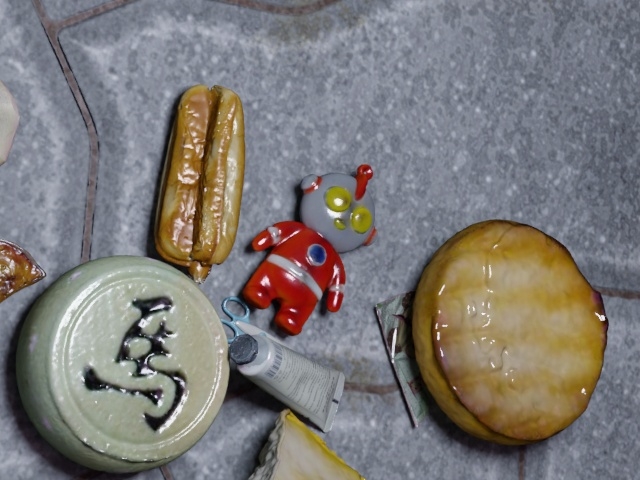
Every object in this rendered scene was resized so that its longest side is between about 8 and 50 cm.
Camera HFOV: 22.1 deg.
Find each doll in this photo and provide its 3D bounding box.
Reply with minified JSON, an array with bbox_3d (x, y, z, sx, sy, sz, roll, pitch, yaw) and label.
[{"bbox_3d":[0.000,0.000,2.045,0.142,0.076,0.245,43,69,-19],"label":"doll"}]

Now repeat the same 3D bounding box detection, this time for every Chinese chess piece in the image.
[{"bbox_3d":[-0.224,0.141,1.882,0.250,0.101,0.250,4,83,-30],"label":"Chinese chess piece"}]

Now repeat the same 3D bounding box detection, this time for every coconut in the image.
[{"bbox_3d":[-0.388,-0.137,1.818,0.110,0.110,0.124,14,81,-28],"label":"coconut"}]

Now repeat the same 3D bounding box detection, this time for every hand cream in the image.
[{"bbox_3d":[-0.035,0.164,1.977,0.234,0.050,0.080,37,65,-53],"label":"hand cream"}]

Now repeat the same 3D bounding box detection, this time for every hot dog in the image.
[{"bbox_3d":[-0.142,-0.066,1.971,0.102,0.076,0.249,3,73,9],"label":"hot dog"}]

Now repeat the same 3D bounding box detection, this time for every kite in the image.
[{"bbox_3d":[0.167,0.144,2.154,0.250,0.012,0.229,29,69,-24],"label":"kite"}]

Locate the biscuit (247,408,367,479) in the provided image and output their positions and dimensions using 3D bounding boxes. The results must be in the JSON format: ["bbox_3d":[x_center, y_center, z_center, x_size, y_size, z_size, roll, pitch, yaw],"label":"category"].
[{"bbox_3d":[0.030,0.439,1.899,0.446,0.104,0.429,43,28,-24],"label":"biscuit"}]

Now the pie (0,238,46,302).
[{"bbox_3d":[-0.401,0.055,1.832,0.191,0.033,0.088,-38,98,-28],"label":"pie"}]

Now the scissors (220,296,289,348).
[{"bbox_3d":[-0.077,0.116,2.018,0.119,0.014,0.058,31,70,-19],"label":"scissors"}]

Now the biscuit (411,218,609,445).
[{"bbox_3d":[0.241,0.121,2.141,0.296,0.102,0.296,9,74,-33],"label":"biscuit"}]
